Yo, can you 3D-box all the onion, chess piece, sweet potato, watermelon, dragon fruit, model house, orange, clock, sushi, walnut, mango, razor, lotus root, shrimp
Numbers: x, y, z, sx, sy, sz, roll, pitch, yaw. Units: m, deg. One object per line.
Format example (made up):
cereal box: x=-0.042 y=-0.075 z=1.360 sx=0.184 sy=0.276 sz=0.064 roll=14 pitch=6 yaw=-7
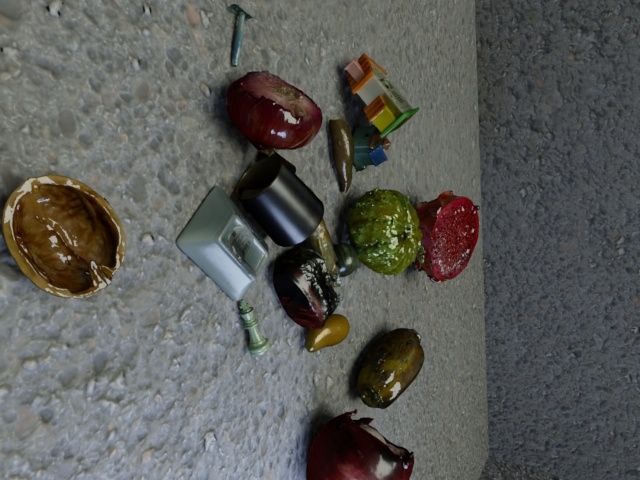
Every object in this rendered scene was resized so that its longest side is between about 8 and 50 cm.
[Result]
onion: x=-0.113 y=-0.306 z=1.073 sx=0.248 sy=0.161 sz=0.248 roll=32 pitch=36 yaw=-27
chess piece: x=-0.177 y=0.217 z=1.141 sx=0.059 sy=0.059 sz=0.149 roll=-35 pitch=113 yaw=-48
onion: x=0.105 y=0.693 z=1.364 sx=0.341 sy=0.341 sz=0.342 roll=-5 pitch=96 yaw=-54
sweet potato: x=0.078 y=-0.272 z=1.446 sx=0.077 sy=0.077 sz=0.244 roll=-33 pitch=117 yaw=-49
watermelon: x=0.065 y=0.053 z=1.433 sx=0.105 sy=0.105 sz=0.133 roll=44 pitch=20 yaw=-47
dragon fruit: x=0.495 y=-0.028 z=1.914 sx=0.371 sy=0.248 sz=0.386 roll=-53 pitch=130 yaw=-17
model house: x=0.188 y=-0.322 z=1.535 sx=0.119 sy=0.148 sz=0.148 roll=48 pitch=56 yaw=-46
orange: x=0.206 y=-0.024 z=1.522 sx=0.301 sy=0.223 sz=0.301 roll=-3 pitch=83 yaw=-51
clock: x=0.191 y=-0.486 z=1.489 sx=0.255 sy=0.106 sz=0.220 roll=50 pitch=31 yaw=0
sushi: x=-0.042 y=0.132 z=1.254 sx=0.126 sy=0.136 sz=0.225 roll=-52 pitch=125 yaw=-43
walnut: x=-0.426 y=-0.009 z=0.739 sx=0.167 sy=0.087 sz=0.211 roll=-43 pitch=124 yaw=-37
mango: x=0.017 y=0.285 z=1.390 sx=0.184 sy=0.084 sz=0.102 roll=-14 pitch=108 yaw=-43
razor: x=-0.196 y=-0.488 z=1.081 sx=0.068 sy=0.040 sz=0.135 roll=7 pitch=91 yaw=-54
lotus root: x=0.270 y=0.462 z=1.672 sx=0.397 sy=0.179 sz=0.196 roll=-36 pitch=122 yaw=-47
shrimp: x=0.000 y=0.000 z=1.316 sx=0.168 sy=0.077 sz=0.318 roll=-84 pitch=161 yaw=-71

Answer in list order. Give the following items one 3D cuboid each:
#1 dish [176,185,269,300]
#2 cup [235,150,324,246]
dish: x=-0.201 y=0.013 z=1.067 sx=0.243 sy=0.080 sz=0.182 roll=55 pitch=50 yaw=-40
cup: x=-0.118 y=-0.119 z=1.157 sx=0.166 sy=0.239 sz=0.177 roll=-39 pitch=128 yaw=5
